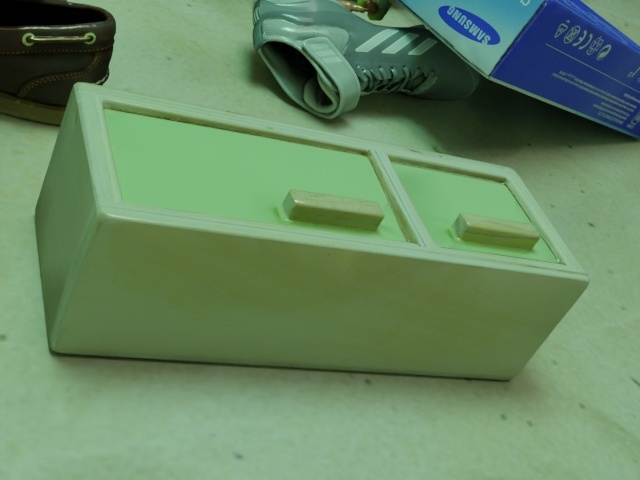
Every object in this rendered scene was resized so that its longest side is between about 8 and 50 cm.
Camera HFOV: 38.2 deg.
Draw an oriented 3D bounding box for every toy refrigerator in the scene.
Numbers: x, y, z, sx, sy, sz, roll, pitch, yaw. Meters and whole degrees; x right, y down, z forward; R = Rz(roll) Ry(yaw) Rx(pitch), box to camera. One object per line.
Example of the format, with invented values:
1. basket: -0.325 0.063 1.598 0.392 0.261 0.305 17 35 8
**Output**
1. toy refrigerator: 0.000 0.000 0.486 0.270 0.094 0.102 9 38 -28

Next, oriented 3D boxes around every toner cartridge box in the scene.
1. toner cartridge box: 0.194 -0.187 0.820 0.348 0.075 0.165 5 37 -53

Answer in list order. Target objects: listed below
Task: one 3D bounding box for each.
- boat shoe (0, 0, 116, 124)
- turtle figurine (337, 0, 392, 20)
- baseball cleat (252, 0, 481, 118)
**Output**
1. boat shoe: -0.218 -0.122 0.511 0.207 0.073 0.073 6 43 -28
2. turtle figurine: -0.013 -0.284 0.852 0.270 0.087 0.217 33 27 24
3. baseball cleat: 0.037 -0.129 0.722 0.206 0.072 0.109 16 57 -22
